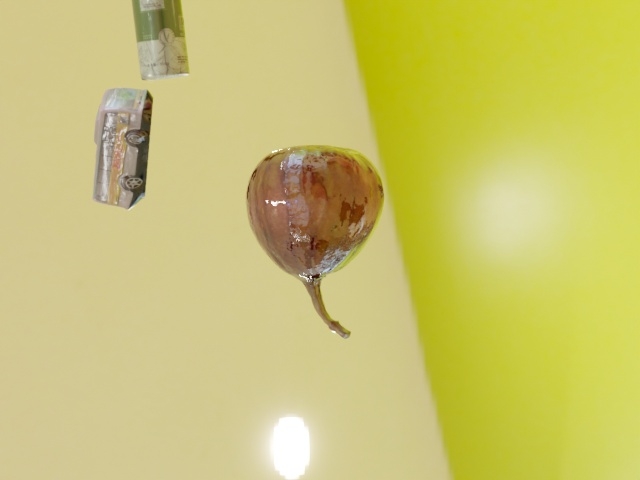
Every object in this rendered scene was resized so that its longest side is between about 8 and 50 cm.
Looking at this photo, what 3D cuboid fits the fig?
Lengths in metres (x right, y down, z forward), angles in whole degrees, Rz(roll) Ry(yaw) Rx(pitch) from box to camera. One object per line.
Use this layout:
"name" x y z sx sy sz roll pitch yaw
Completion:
"fig" -0.011 -0.025 1.744 0.149 0.148 0.202 -85 9 -51

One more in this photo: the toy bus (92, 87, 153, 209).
"toy bus" -0.253 -0.118 2.062 0.057 0.072 0.172 -85 5 -46

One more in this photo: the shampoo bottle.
"shampoo bottle" -0.195 -0.296 1.932 0.065 0.065 0.205 -13 -83 -63
